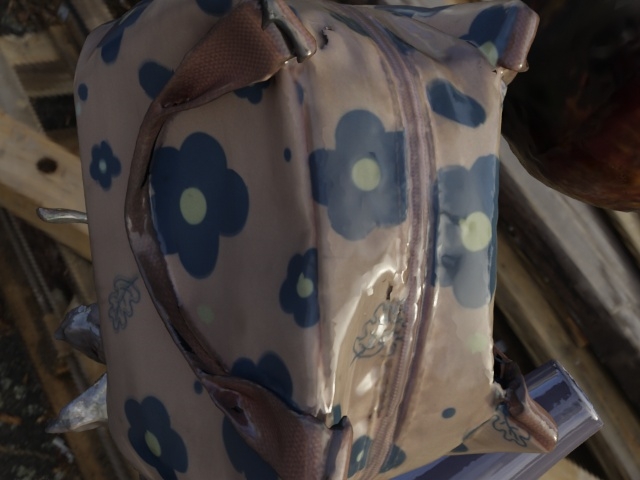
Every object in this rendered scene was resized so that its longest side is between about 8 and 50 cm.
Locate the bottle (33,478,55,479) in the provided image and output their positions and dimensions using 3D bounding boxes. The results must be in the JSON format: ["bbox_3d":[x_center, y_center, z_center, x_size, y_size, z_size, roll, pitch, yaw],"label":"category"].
[{"bbox_3d":[-0.190,0.263,0.557,0.072,0.082,0.244,28,81,-9],"label":"bottle"}]

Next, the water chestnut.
[{"bbox_3d":[0.298,-0.153,0.752,0.302,0.350,0.350,43,47,-4],"label":"water chestnut"}]

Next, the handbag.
[{"bbox_3d":[0.000,0.000,0.459,0.190,0.193,0.252,-7,94,-27],"label":"handbag"}]

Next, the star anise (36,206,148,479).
[{"bbox_3d":[-0.172,0.129,1.069,0.359,0.139,0.316,22,48,-18],"label":"star anise"}]

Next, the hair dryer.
[{"bbox_3d":[0.011,0.106,0.789,0.361,0.301,0.121,55,9,20],"label":"hair dryer"}]
